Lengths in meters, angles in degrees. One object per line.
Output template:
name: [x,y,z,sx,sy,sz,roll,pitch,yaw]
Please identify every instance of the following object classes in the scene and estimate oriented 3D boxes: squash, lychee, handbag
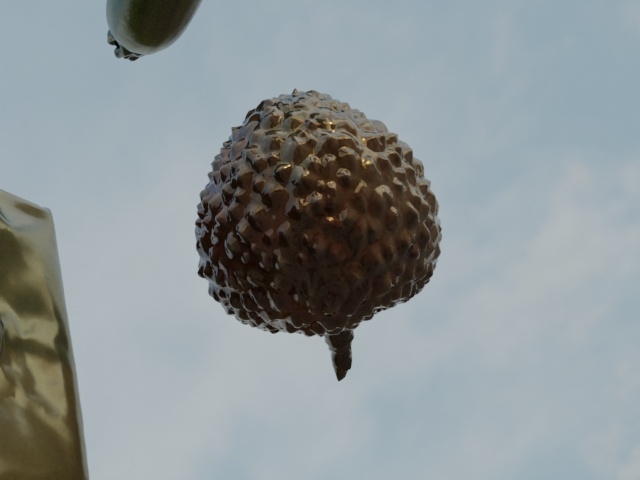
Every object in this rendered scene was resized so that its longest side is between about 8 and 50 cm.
squash: [-0.093,-0.205,1.189,0.069,0.069,0.258,-6,-37,-33]
lychee: [0.000,0.000,1.145,0.165,0.165,0.197,-17,-81,-25]
handbag: [-0.249,0.062,1.050,0.253,0.316,0.109,28,-54,-37]
